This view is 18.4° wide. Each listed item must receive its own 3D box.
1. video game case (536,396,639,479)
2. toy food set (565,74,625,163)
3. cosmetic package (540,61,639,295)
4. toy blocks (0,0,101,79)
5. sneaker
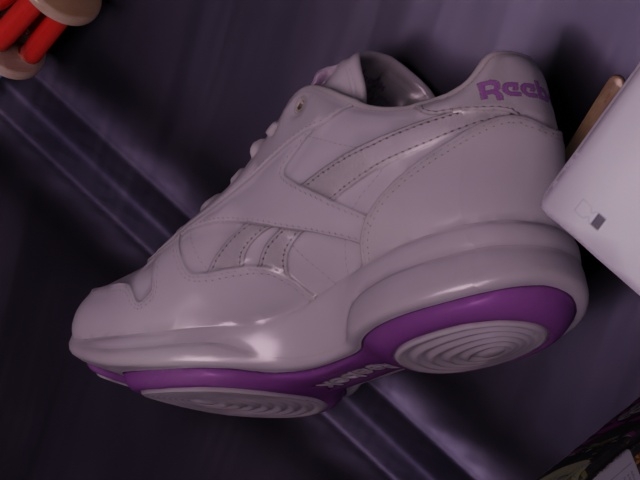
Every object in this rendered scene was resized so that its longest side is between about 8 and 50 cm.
[{"bbox_3d":[0.160,0.186,0.813,0.042,0.210,0.232,-21,93,35],"label":"video game case"},{"bbox_3d":[0.167,-0.020,0.866,0.122,0.019,0.078,35,120,10],"label":"toy food set"},{"bbox_3d":[0.239,-0.013,0.697,0.224,0.224,0.138,42,119,14],"label":"cosmetic package"},{"bbox_3d":[-0.165,-0.149,1.013,0.148,0.054,0.123,-37,84,34],"label":"toy blocks"},{"bbox_3d":[0.000,0.000,0.941,0.305,0.114,0.152,-16,67,40],"label":"sneaker"}]
